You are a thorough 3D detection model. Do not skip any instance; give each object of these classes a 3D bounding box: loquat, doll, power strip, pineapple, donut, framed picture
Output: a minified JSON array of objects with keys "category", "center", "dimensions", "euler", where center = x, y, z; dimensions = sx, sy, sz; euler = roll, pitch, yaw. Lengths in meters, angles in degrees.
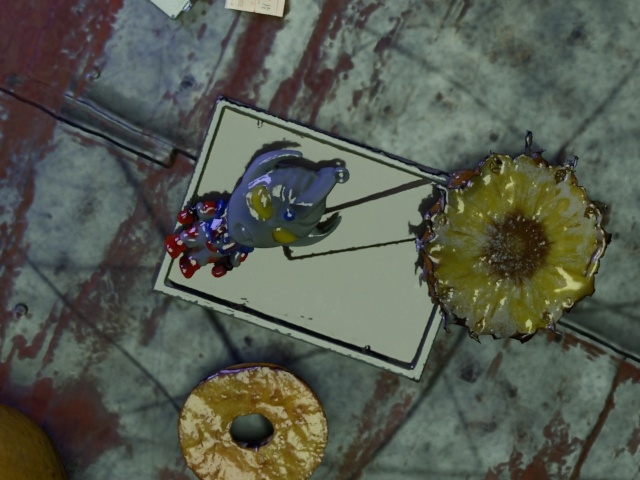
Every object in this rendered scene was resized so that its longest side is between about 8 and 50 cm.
[{"category":"loquat","center":[-0.341,0.259,1.484],"dimensions":[0.208,0.208,0.208],"euler":[0,100,-1]},{"category":"doll","center":[-0.059,-0.026,1.490],"dimensions":[0.194,0.062,0.104],"euler":[-26,98,10]},{"category":"power strip","center":[-0.162,-0.255,1.487],"dimensions":[0.090,0.016,0.040],"euler":[38,97,-8]},{"category":"pineapple","center":[0.189,0.000,1.514],"dimensions":[0.221,0.047,0.221],"euler":[-3,103,-12]},{"category":"donut","center":[-0.067,0.188,1.545],"dimensions":[0.151,0.058,0.152],"euler":[0,100,0]},{"category":"framed picture","center":[0.000,0.000,1.534],"dimensions":[0.289,0.016,0.213],"euler":[19,99,-4]}]

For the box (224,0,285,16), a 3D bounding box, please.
[{"category":"box","center":[-0.058,-0.268,1.487],"dimensions":[0.058,0.015,0.093],"euler":[9,100,-1]}]
